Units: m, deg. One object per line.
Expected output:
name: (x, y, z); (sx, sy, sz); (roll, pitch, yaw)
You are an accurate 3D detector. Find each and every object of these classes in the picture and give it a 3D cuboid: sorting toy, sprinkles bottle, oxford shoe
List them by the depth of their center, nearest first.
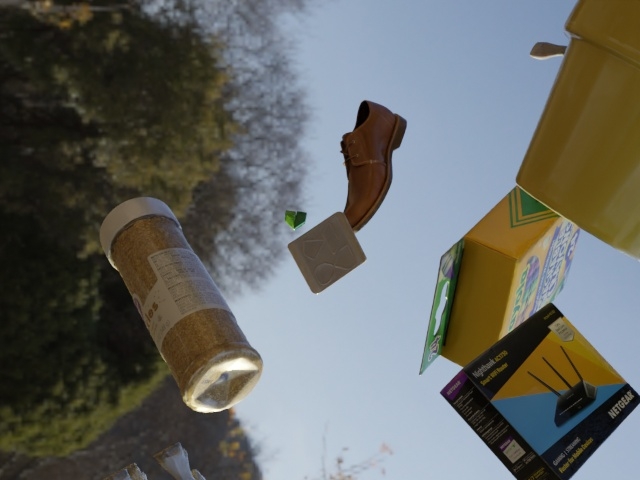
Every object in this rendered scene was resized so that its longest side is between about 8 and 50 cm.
sorting toy: (0.000, 0.000, 0.914); (0.083, 0.062, 0.012); (62, -14, -18)
oxford shoe: (0.052, -0.098, 1.297); (0.076, 0.076, 0.212); (-35, -150, 44)
sprinkles bottle: (-0.207, 0.083, 1.430); (0.355, 0.121, 0.121); (52, -37, 41)

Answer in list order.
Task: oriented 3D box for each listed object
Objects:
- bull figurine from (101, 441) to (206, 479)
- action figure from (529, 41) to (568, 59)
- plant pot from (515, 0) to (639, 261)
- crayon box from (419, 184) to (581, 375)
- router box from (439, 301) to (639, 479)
bull figurine: (-0.118, 0.257, 0.714); (0.188, 0.101, 0.310); (64, 3, 6)
action figure: (0.420, -0.236, 1.329); (0.330, 0.178, 0.342); (-171, -104, -68)
plant pot: (0.332, -0.118, 1.011); (0.239, 0.254, 0.254); (-59, -154, 12)
crayon box: (0.259, 0.043, 1.341); (0.083, 0.323, 0.203); (25, -50, 25)
router box: (0.213, 0.148, 0.939); (0.133, 0.179, 0.046); (48, -49, 15)
